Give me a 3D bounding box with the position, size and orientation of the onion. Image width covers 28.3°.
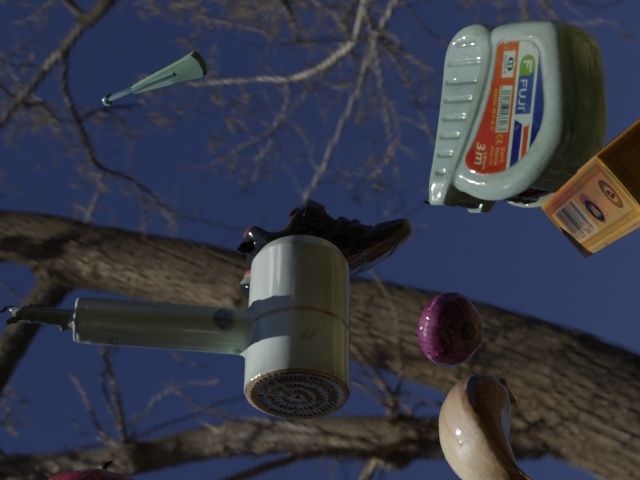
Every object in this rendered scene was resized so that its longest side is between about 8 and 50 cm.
[{"bbox_3d":[0.189,0.132,1.903,0.115,0.104,0.115,-8,-76,-35],"label":"onion"}]

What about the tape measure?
[{"bbox_3d":[0.257,-0.156,1.640,0.125,0.246,0.243,6,-91,-43],"label":"tape measure"}]

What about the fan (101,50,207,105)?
[{"bbox_3d":[-0.241,-0.225,1.818,0.038,0.193,0.016,61,-144,-19],"label":"fan"}]

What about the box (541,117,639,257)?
[{"bbox_3d":[0.314,-0.079,1.177,0.174,0.076,0.274,-40,-6,-4],"label":"box"}]

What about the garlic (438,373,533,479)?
[{"bbox_3d":[0.221,0.278,1.754,0.128,0.207,0.115,30,-63,-32],"label":"garlic"}]

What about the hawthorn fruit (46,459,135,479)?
[{"bbox_3d":[-0.244,0.306,1.355,0.194,0.157,0.157,-86,-9,-60],"label":"hawthorn fruit"}]

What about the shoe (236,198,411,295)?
[{"bbox_3d":[0.000,0.000,2.031,0.291,0.114,0.137,-14,-100,-11],"label":"shoe"}]

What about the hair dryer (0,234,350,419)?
[{"bbox_3d":[-0.146,0.076,1.296,0.107,0.357,0.173,105,168,-52],"label":"hair dryer"}]
